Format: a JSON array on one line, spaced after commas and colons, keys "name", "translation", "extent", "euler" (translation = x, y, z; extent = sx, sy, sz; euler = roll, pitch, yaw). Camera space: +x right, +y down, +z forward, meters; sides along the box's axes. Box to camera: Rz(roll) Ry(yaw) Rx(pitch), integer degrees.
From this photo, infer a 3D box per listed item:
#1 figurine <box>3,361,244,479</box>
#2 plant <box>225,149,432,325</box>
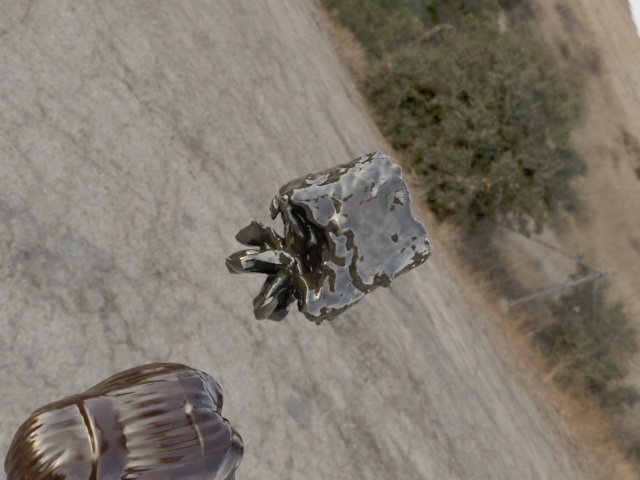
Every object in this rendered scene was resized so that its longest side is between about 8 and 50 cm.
[{"name": "figurine", "translation": [-0.123, 0.193, 0.513], "extent": [0.168, 0.315, 0.187], "euler": [15, 45, -13]}, {"name": "plant", "translation": [0.000, 0.000, 1.056], "extent": [0.188, 0.276, 0.199], "euler": [62, 0, -12]}]
